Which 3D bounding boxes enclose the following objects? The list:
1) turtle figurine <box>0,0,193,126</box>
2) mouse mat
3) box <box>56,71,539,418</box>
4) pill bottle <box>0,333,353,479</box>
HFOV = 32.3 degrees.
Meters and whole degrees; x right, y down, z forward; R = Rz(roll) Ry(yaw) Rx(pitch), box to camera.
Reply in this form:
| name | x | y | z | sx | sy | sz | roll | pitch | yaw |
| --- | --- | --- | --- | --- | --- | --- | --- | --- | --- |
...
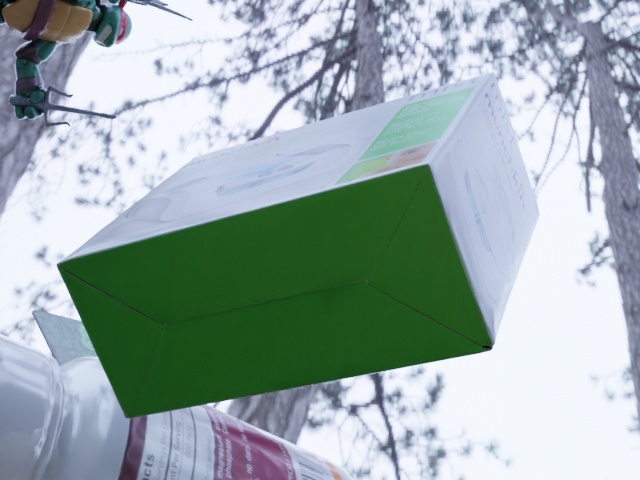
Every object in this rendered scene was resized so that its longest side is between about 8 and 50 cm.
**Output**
| name | x | y | z | sx | sy | sz | roll | pitch | yaw |
| --- | --- | --- | --- | --- | --- | --- | --- | --- | --- |
| turtle figurine | -0.242 | -0.190 | 0.955 | 0.234 | 0.118 | 0.175 | 9 | -52 | -30 |
| mouse mat | -0.304 | 0.157 | 1.504 | 0.152 | 0.190 | 0.007 | 19 | -73 | -37 |
| box | 0.000 | 0.000 | 0.765 | 0.262 | 0.231 | 0.127 | -14 | -73 | 24 |
| pill bottle | -0.168 | 0.241 | 0.989 | 0.392 | 0.224 | 0.224 | 30 | -59 | -30 |
